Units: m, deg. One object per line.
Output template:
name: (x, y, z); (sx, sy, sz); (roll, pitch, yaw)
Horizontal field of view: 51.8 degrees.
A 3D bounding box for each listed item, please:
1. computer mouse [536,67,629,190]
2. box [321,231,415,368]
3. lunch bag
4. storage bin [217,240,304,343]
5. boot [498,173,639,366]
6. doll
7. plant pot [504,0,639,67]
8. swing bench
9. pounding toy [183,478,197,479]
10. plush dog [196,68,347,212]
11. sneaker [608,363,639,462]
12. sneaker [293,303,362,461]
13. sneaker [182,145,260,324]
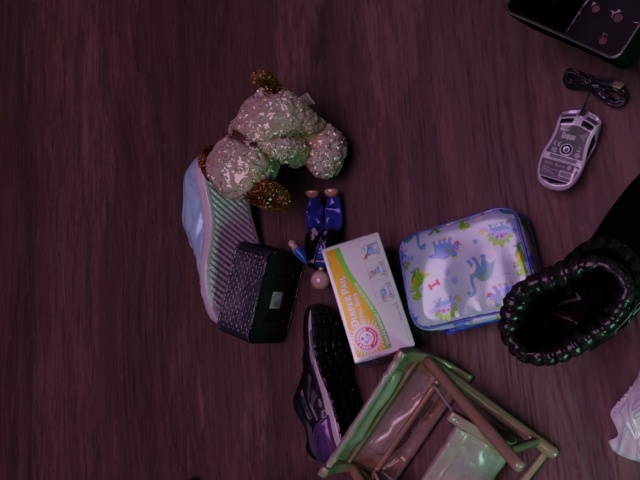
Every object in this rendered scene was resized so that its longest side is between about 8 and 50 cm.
computer mouse: (0.394, -0.166, 1.023); (0.106, 0.042, 0.193); (25, 92, 29)
box: (0.084, 0.106, 1.132); (0.103, 0.114, 0.203); (-18, 73, 4)
lunch bag: (0.242, 0.054, 1.064); (0.219, 0.090, 0.176); (-19, 73, 31)
storage bin: (-0.113, 0.101, 1.276); (0.084, 0.122, 0.180); (14, 92, 34)
boot: (0.393, 0.019, 0.864); (0.131, 0.260, 0.348); (39, 105, 31)
doll: (0.000, 0.000, 1.249); (0.129, 0.046, 0.189); (-3, 79, 12)
plant pot: (0.415, -0.354, 0.956); (0.188, 0.167, 0.187); (39, 105, 30)
swing bench: (0.175, 0.342, 1.032); (0.254, 0.165, 0.253); (41, 107, 35)
pounding toy: (-0.232, 0.584, 1.274); (0.155, 0.154, 0.269); (-50, 61, 18)
plush dog: (-0.116, -0.173, 1.235); (0.262, 0.210, 0.225); (30, 82, 34)
sneaker: (0.442, 0.235, 0.930); (0.061, 0.053, 0.152); (8, 89, 37)
sneaker: (-0.010, 0.261, 1.202); (0.124, 0.107, 0.283); (-22, 72, 36)
sneaker: (-0.216, -0.002, 1.375); (0.150, 0.135, 0.366); (-17, 73, 54)
